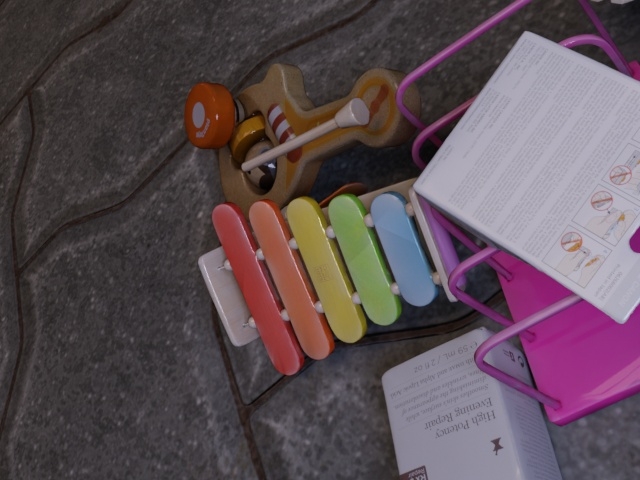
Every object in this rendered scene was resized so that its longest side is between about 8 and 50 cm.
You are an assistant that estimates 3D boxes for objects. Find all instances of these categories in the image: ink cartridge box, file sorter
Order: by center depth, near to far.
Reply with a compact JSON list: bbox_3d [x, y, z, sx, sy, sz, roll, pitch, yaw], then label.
[{"bbox_3d":[0.175,-0.047,0.558,0.179,0.045,0.145,37,93,29],"label":"ink cartridge box"},{"bbox_3d":[0.201,-0.036,0.677,0.202,0.182,0.291,-33,49,26],"label":"file sorter"}]

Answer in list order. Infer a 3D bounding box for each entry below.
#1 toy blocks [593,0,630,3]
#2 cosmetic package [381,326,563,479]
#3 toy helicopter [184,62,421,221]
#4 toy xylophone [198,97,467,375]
[{"bbox_3d":[0.290,-0.341,0.614,0.288,0.309,0.260,29,131,47],"label":"toy blocks"},{"bbox_3d":[0.135,0.205,0.680,0.117,0.085,0.231,-32,48,28],"label":"cosmetic package"},{"bbox_3d":[-0.016,-0.100,0.947,0.355,0.140,0.235,-14,81,51],"label":"toy helicopter"},{"bbox_3d":[0.000,0.000,0.851,0.322,0.081,0.236,-27,91,40],"label":"toy xylophone"}]
